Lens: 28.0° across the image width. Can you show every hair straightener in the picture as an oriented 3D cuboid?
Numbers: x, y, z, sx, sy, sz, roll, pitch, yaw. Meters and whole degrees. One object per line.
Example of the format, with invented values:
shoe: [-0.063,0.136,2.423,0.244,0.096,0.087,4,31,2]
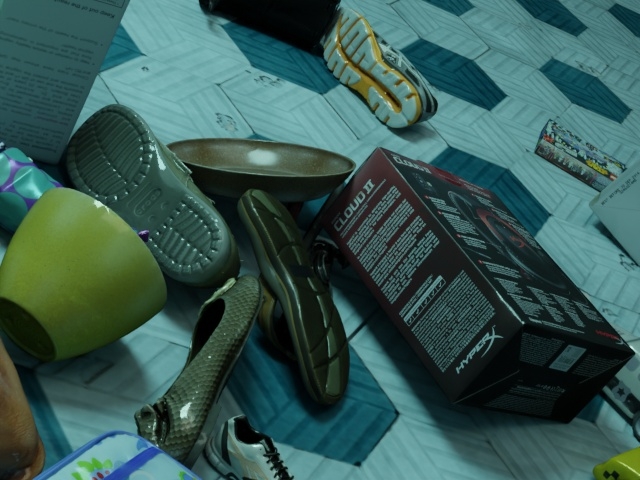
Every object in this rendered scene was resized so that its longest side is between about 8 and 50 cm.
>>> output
hair straightener: [0.000,0.000,1.331,0.089,0.047,0.230,27,28,-7]

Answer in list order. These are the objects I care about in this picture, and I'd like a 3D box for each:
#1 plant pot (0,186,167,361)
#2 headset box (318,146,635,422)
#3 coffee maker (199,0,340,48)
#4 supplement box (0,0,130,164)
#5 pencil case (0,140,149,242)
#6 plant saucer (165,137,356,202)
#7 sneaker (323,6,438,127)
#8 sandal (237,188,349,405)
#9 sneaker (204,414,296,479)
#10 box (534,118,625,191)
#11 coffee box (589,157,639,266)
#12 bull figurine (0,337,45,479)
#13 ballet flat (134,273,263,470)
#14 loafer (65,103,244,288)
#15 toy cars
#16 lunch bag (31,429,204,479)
plant pot: [-0.204,0.040,1.017,0.134,0.134,0.095,36,57,9]
headset box: [0.150,0.036,1.312,0.218,0.110,0.293,16,30,-48]
coffee maker: [-0.070,-0.334,1.754,0.178,0.120,0.171,18,54,-19]
supplement box: [-0.268,-0.198,1.216,0.113,0.220,0.111,11,33,-29]
pencil case: [-0.232,-0.021,1.129,0.151,0.064,0.070,35,56,6]
plant saucer: [-0.063,-0.071,1.316,0.198,0.036,0.198,5,13,-1]
sneaker: [0.080,-0.233,1.751,0.083,0.084,0.215,-3,53,-49]
sandal: [-0.035,0.055,1.184,0.090,0.060,0.219,9,52,-62]
sneaker: [-0.043,0.182,1.008,0.109,0.044,0.040,40,28,13]
box: [0.387,-0.122,1.909,0.137,0.027,0.094,31,29,1]
coffee box: [0.524,-0.084,1.813,0.119,0.168,0.297,52,34,12]
bull figurine: [-0.301,0.059,0.904,0.188,0.101,0.310,-1,38,-37]
ballet flat: [-0.101,0.099,1.054,0.058,0.084,0.250,28,34,-6]
loafer: [-0.158,-0.034,1.219,0.251,0.094,0.087,50,0,35]
toy cars: [0.359,0.200,1.309,0.176,0.087,0.394,23,29,-14]
lunch bag: [-0.137,0.221,0.813,0.176,0.090,0.219,36,28,16]
